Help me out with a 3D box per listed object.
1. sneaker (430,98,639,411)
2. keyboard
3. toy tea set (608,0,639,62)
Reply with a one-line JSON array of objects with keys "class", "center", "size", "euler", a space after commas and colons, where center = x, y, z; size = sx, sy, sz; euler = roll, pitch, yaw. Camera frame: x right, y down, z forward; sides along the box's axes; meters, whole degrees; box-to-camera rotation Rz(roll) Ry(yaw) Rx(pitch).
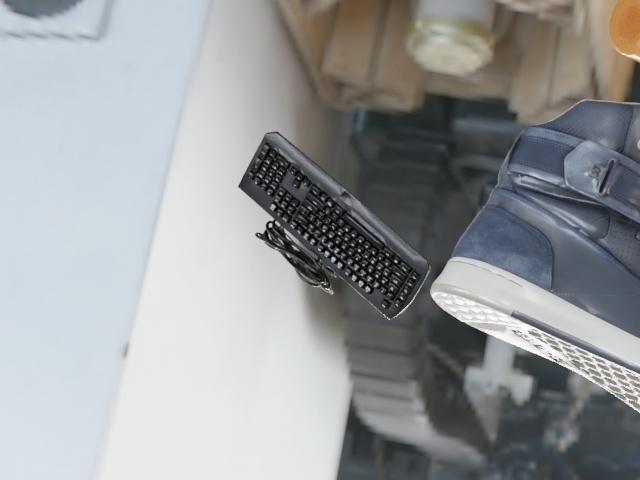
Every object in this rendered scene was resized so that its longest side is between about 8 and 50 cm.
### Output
[{"class": "sneaker", "center": [0.200, 0.012, 1.060], "size": [0.226, 0.163, 0.086], "euler": [28, 162, -1]}, {"class": "keyboard", "center": [0.000, 0.000, 1.536], "size": [0.192, 0.038, 0.100], "euler": [41, 129, 19]}, {"class": "toy tea set", "center": [0.355, -0.226, 1.646], "size": [0.124, 0.336, 0.200], "euler": [6, 136, -37]}]
